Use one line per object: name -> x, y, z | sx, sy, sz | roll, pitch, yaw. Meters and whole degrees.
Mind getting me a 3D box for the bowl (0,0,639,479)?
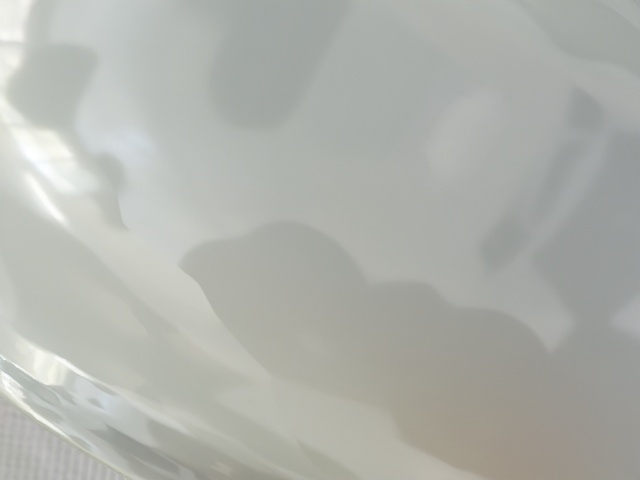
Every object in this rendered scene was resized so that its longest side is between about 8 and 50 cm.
bowl -> 0.000, 0.000, 0.437 | 0.298, 0.298, 0.134 | 27, -91, -4
